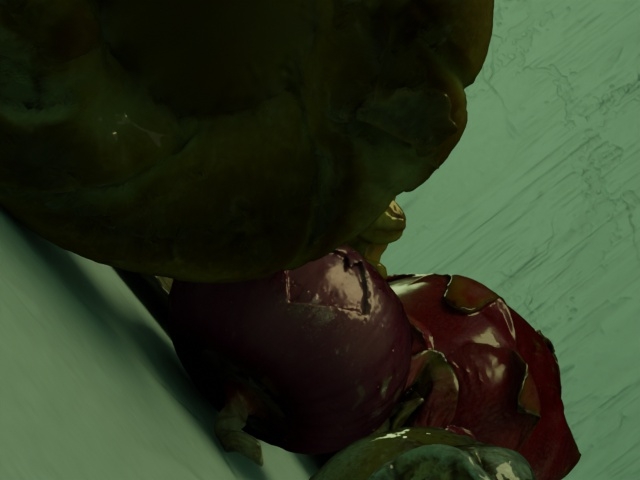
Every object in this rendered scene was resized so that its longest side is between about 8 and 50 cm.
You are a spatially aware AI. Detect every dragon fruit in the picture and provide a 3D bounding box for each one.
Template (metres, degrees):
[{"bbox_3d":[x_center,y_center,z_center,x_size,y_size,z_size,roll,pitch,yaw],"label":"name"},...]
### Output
[{"bbox_3d":[0.101,0.143,1.727,0.250,0.250,0.315,54,-4,35],"label":"dragon fruit"}]

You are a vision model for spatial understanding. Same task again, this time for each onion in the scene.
[{"bbox_3d":[-0.024,0.066,1.340,0.177,0.153,0.177,51,-4,5],"label":"onion"}]

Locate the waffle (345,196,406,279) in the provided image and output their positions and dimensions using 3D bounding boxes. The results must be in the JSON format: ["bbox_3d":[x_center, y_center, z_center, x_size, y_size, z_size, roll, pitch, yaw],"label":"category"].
[{"bbox_3d":[0.001,0.001,1.582,0.065,0.283,0.309,14,36,-16],"label":"waffle"}]

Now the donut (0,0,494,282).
[{"bbox_3d":[-0.080,-0.140,1.183,0.360,0.360,0.170,51,16,-26],"label":"donut"}]

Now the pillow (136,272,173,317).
[{"bbox_3d":[-0.098,0.051,1.479,0.217,0.033,0.130,54,1,-7],"label":"pillow"}]

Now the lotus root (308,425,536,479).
[{"bbox_3d":[0.076,0.208,1.090,0.175,0.175,0.349,54,-1,34],"label":"lotus root"}]
